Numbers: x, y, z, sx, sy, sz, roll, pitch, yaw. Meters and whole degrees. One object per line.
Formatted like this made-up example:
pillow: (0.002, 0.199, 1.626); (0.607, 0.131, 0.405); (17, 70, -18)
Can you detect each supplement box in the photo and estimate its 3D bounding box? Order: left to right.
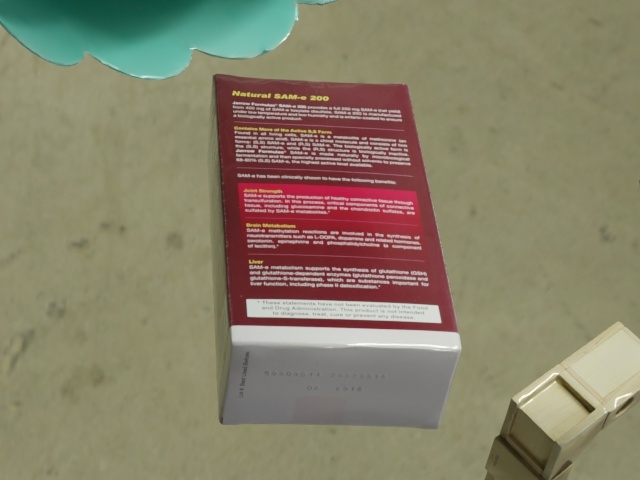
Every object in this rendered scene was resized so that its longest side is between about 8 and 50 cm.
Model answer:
supplement box: (0.000, 0.000, 0.936); (0.130, 0.073, 0.239); (3, 43, -8)

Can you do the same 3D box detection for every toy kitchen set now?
toy kitchen set: (0.130, 0.102, 0.735); (0.075, 0.083, 0.068); (-32, 62, -27)

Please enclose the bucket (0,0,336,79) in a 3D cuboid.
bucket: (-0.087, -0.229, 0.704); (0.281, 0.281, 0.183); (-20, 47, -26)
